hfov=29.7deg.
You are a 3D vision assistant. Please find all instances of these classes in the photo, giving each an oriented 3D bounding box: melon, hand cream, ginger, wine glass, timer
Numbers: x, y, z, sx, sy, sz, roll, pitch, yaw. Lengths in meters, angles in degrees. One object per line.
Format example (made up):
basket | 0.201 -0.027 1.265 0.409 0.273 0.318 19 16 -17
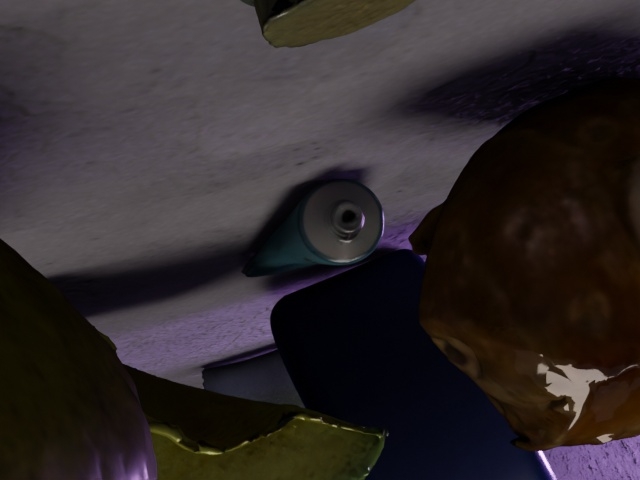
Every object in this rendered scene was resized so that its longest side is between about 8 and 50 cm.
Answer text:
melon | -0.114 0.141 0.788 0.265 0.129 0.169 20 167 -17
hand cream | 0.000 0.000 0.756 0.083 0.048 0.224 -14 175 -11
ginger | 0.230 -0.021 0.643 0.418 0.176 0.254 -10 160 -44
wine glass | -0.015 0.163 1.383 0.231 0.103 0.103 -13 169 0
timer | 0.181 0.075 0.961 0.383 0.270 0.270 -31 169 1

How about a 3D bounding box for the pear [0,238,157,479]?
pear | -0.224 0.138 0.356 0.413 0.352 0.352 -16 172 -45

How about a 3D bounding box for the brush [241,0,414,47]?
brush | -0.049 -0.082 0.273 0.062 0.027 0.266 -23 167 29
